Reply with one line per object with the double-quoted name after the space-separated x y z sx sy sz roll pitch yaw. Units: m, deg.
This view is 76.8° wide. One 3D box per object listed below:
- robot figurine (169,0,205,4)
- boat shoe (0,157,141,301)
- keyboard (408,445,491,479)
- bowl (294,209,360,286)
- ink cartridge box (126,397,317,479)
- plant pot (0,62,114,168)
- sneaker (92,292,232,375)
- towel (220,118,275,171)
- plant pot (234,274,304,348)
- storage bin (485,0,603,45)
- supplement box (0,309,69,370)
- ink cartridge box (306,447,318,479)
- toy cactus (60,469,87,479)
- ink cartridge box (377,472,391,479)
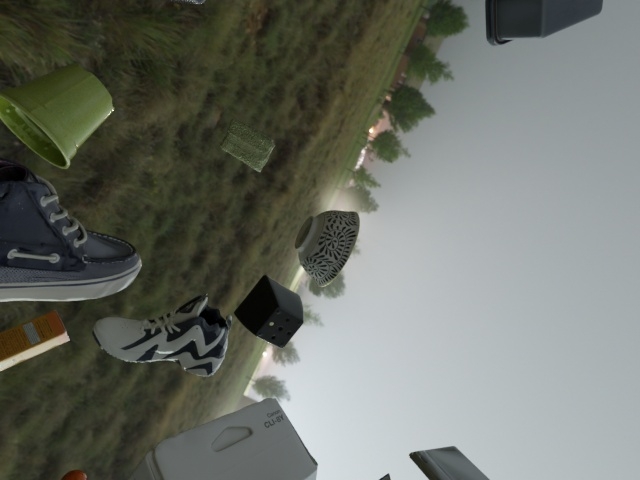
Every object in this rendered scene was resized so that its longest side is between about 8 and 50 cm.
-0.235 -0.509 0.619 0.173 0.279 0.208 -116 -151 -88 "robot figurine"
-0.360 -0.013 0.530 0.158 0.127 0.341 -60 162 12 "boat shoe"
0.185 0.281 0.379 0.256 0.072 0.014 27 -76 64 "keyboard"
0.000 0.000 0.814 0.170 0.080 0.170 -53 -161 28 "bowl"
-0.229 0.490 0.723 0.279 0.160 0.384 0 132 -53 "ink cartridge box"
-0.813 -0.412 1.274 0.253 0.276 0.276 -55 174 -29 "plant pot"
-0.271 0.148 0.736 0.152 0.235 0.094 -62 -165 14 "sneaker"
-0.215 -0.281 1.188 0.110 0.148 0.027 -57 180 25 "towel"
-0.167 0.268 1.438 0.187 0.188 0.167 -52 -150 3 "plant pot"
0.317 -0.336 0.563 0.091 0.135 0.098 50 -17 54 "storage bin"
-0.779 0.269 1.021 0.234 0.080 0.078 -28 164 -35 "supplement box"
-0.071 0.561 0.898 0.109 0.062 0.209 -20 130 -34 "ink cartridge box"
-0.219 0.299 0.335 0.219 0.112 0.180 -38 155 -47 "toy cactus"
0.081 0.540 0.668 0.206 0.045 0.208 -47 -152 22 "ink cartridge box"
